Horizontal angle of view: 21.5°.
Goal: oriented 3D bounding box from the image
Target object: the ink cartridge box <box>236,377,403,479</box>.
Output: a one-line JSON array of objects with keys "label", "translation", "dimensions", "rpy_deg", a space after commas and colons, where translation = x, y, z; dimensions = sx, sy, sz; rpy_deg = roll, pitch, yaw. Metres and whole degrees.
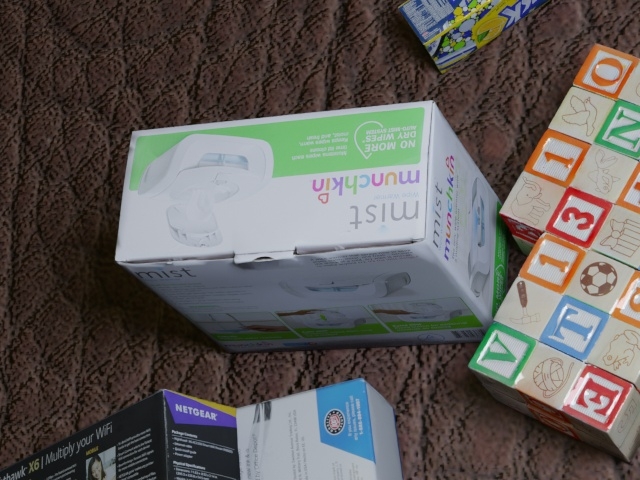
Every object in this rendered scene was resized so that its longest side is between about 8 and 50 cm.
[{"label": "ink cartridge box", "translation": [-0.032, 0.208, 1.393], "dimensions": [0.191, 0.082, 0.139], "rpy_deg": [-16, 62, 18]}]

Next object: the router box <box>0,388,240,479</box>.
[{"label": "router box", "translation": [-0.188, 0.285, 1.356], "dimensions": [0.309, 0.081, 0.243], "rpy_deg": [-28, 56, 39]}]

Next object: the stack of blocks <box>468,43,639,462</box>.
[{"label": "stack of blocks", "translation": [0.237, 0.006, 1.370], "dimensions": [0.171, 0.087, 0.297], "rpy_deg": [24, 78, 30]}]

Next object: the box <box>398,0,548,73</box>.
[{"label": "box", "translation": [0.159, -0.228, 1.526], "dimensions": [0.169, 0.059, 0.054], "rpy_deg": [-34, 60, 5]}]

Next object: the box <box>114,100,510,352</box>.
[{"label": "box", "translation": [0.000, 0.000, 1.389], "dimensions": [0.262, 0.231, 0.126], "rpy_deg": [-4, 66, 22]}]
